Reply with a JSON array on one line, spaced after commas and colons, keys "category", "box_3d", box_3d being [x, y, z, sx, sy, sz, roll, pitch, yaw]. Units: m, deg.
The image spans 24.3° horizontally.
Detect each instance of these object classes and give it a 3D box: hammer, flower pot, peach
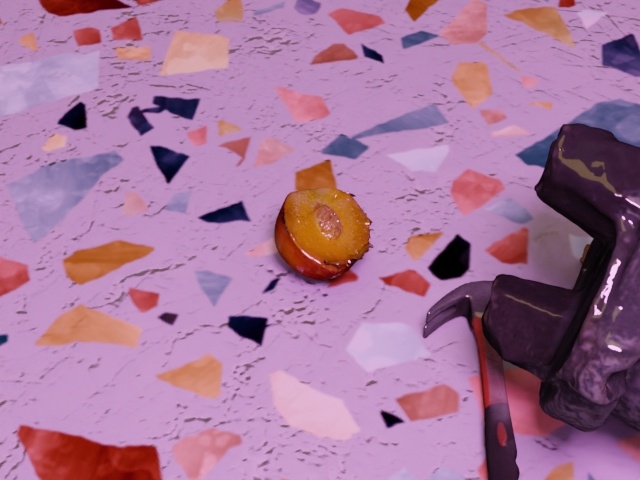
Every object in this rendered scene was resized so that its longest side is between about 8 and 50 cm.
[{"category": "hammer", "box_3d": [0.150, 0.146, 1.253, 0.111, 0.033, 0.287, 0, 46, -2]}, {"category": "flower pot", "box_3d": [0.280, 0.041, 1.166, 0.283, 0.299, 0.299, 27, 49, 5]}, {"category": "peach", "box_3d": [0.000, -0.001, 1.374, 0.098, 0.061, 0.098, 14, 51, -18]}]

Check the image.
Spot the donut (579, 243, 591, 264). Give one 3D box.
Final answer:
[{"category": "donut", "box_3d": [0.269, 0.038, 1.358, 0.067, 0.038, 0.083, 13, 45, 7]}]
